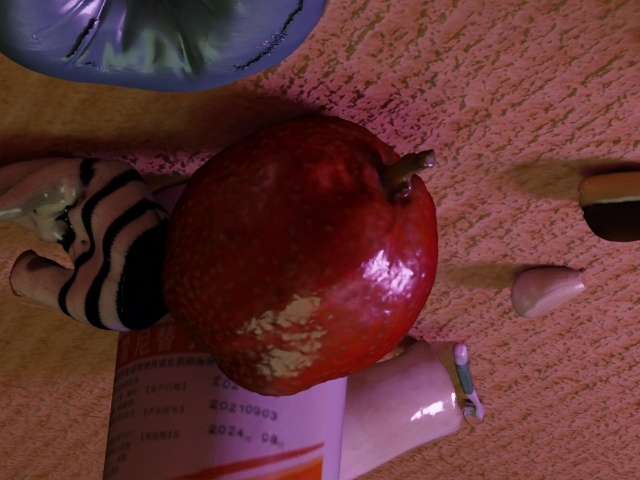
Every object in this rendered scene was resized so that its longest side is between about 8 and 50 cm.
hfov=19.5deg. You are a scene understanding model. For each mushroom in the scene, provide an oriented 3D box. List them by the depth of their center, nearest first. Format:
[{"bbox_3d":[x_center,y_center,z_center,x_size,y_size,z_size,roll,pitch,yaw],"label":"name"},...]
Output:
[{"bbox_3d":[-0.061,0.222,1.938,0.315,0.356,0.315,23,132,28],"label":"mushroom"}]

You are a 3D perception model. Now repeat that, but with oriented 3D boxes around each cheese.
[{"bbox_3d":[0.294,-0.034,1.506,0.163,0.036,0.086,-5,155,22],"label":"cheese"}]

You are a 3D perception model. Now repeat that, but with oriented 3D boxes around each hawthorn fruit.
[{"bbox_3d":[0.000,0.000,1.428,0.253,0.205,0.205,-32,143,27],"label":"hawthorn fruit"}]

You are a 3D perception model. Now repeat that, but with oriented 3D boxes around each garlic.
[{"bbox_3d":[0.208,0.049,1.740,0.053,0.041,0.083,17,149,-42],"label":"garlic"}]

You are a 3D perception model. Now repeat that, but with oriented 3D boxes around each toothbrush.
[{"bbox_3d":[0.163,0.159,2.069,0.024,0.018,0.257,7,161,11],"label":"toothbrush"}]

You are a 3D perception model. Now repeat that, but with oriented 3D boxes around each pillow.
[{"bbox_3d":[-0.108,-0.163,1.178,0.233,0.086,0.214,9,154,-17],"label":"pillow"}]

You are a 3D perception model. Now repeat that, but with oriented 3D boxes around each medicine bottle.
[{"bbox_3d":[-0.078,0.125,1.607,0.202,0.315,0.202,3,158,1],"label":"medicine bottle"}]

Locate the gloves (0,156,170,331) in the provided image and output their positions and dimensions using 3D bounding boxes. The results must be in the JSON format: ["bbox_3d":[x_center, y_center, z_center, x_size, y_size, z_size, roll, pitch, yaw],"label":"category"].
[{"bbox_3d":[-0.212,-0.014,1.556,0.219,0.131,0.140,35,161,36],"label":"gloves"}]
